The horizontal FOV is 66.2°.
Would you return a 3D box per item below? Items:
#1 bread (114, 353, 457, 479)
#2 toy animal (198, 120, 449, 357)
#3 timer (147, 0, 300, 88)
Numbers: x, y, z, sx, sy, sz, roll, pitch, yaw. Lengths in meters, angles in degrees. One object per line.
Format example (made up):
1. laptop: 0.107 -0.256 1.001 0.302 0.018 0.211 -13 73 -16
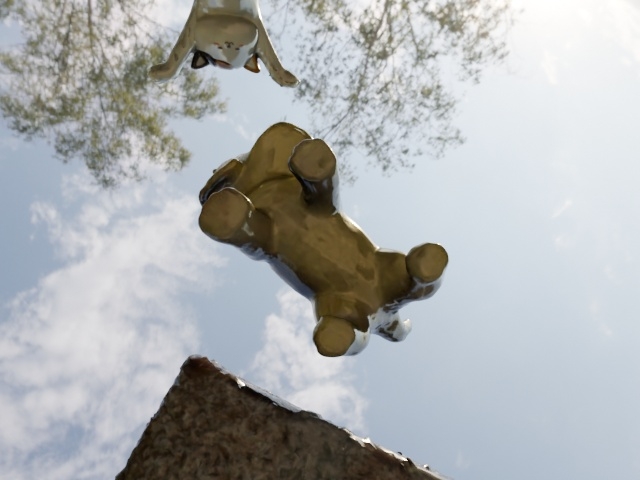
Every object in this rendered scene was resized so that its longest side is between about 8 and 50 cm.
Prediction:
1. bread: 0.058 0.231 0.328 0.417 0.113 0.165 23 -107 3
2. toy animal: -0.008 -0.009 0.405 0.121 0.168 0.233 -43 -104 -4
3. timer: -0.079 -0.269 0.423 0.175 0.266 0.175 4 -150 -2
